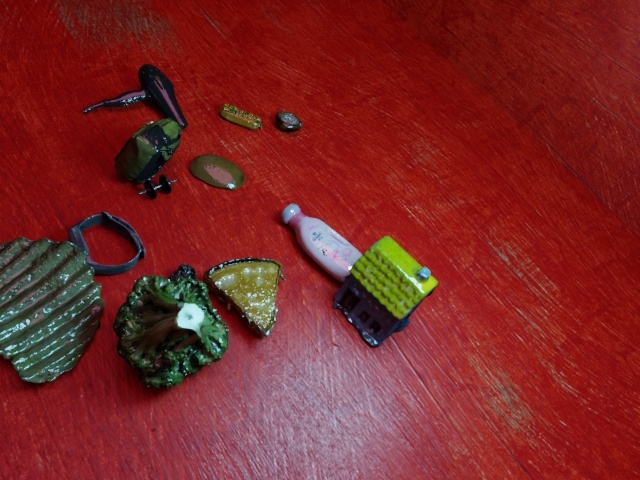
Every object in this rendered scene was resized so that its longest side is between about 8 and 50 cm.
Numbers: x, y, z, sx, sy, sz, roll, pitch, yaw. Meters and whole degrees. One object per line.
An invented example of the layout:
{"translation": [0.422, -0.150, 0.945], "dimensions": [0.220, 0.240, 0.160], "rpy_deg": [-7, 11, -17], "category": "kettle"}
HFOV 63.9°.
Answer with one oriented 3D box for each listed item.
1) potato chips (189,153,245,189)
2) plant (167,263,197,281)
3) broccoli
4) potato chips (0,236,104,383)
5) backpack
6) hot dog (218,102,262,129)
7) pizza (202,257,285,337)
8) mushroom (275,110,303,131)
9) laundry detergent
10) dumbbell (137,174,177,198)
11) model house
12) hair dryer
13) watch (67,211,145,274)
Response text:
{"translation": [-0.371, -0.260, 1.890], "dimensions": [0.202, 0.049, 0.150], "rpy_deg": [29, 52, -7], "category": "potato chips"}
{"translation": [-0.429, 0.137, 1.525], "dimensions": [0.085, 0.087, 0.174], "rpy_deg": [6, 38, 21], "category": "plant"}
{"translation": [-0.380, 0.232, 1.347], "dimensions": [0.308, 0.275, 0.307], "rpy_deg": [18, 61, -36], "category": "broccoli"}
{"translation": [-0.766, 0.164, 1.343], "dimensions": [0.373, 0.097, 0.389], "rpy_deg": [20, 49, -8], "category": "potato chips"}
{"translation": [-0.570, -0.313, 1.749], "dimensions": [0.140, 0.207, 0.253], "rpy_deg": [45, 36, -14], "category": "backpack"}
{"translation": [-0.324, -0.508, 2.106], "dimensions": [0.188, 0.055, 0.072], "rpy_deg": [18, 47, -7], "category": "hot dog"}
{"translation": [-0.194, 0.157, 1.605], "dimensions": [0.251, 0.074, 0.287], "rpy_deg": [-32, 71, -38], "category": "pizza"}
{"translation": [-0.135, -0.502, 2.184], "dimensions": [0.123, 0.052, 0.123], "rpy_deg": [17, 43, -17], "category": "mushroom"}
{"translation": [0.000, 0.000, 1.806], "dimensions": [0.335, 0.088, 0.159], "rpy_deg": [42, 45, 14], "category": "laundry detergent"}
{"translation": [-0.549, -0.181, 1.734], "dimensions": [0.147, 0.069, 0.069], "rpy_deg": [-29, 68, -37], "category": "dumbbell"}
{"translation": [0.222, 0.147, 1.649], "dimensions": [0.237, 0.303, 0.215], "rpy_deg": [45, 43, 17], "category": "model house"}
{"translation": [-0.707, -0.506, 1.942], "dimensions": [0.360, 0.120, 0.303], "rpy_deg": [-25, 80, -25], "category": "hair dryer"}
{"translation": [-0.643, 0.008, 1.544], "dimensions": [0.193, 0.068, 0.206], "rpy_deg": [-13, 62, -35], "category": "watch"}
